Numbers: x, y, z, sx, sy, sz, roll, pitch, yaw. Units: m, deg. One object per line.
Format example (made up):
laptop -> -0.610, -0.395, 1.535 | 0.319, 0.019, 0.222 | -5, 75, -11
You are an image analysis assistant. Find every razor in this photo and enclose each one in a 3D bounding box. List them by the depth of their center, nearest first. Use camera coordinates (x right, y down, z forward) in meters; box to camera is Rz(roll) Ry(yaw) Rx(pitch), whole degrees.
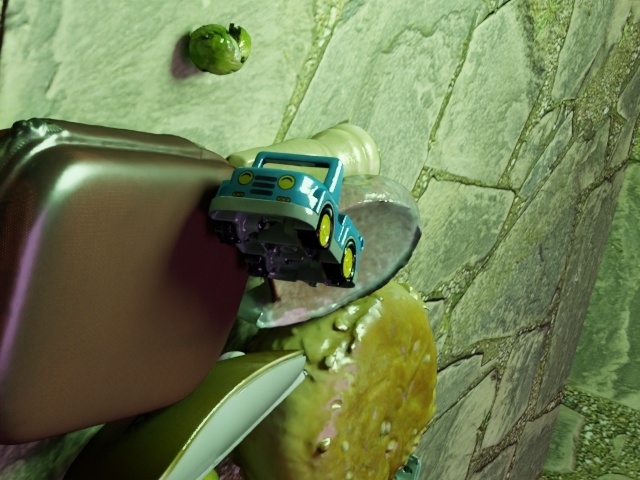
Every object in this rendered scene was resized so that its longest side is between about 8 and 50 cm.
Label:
razor -> 0.037, 0.349, 1.890 | 0.232, 0.106, 0.068 | -12, 119, -50

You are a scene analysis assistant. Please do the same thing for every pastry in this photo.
pastry -> 0.005, 0.180, 1.530 | 0.316, 0.184, 0.284 | -50, 139, -37

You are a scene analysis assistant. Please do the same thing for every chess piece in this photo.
chess piece -> -0.029, -0.072, 1.406 | 0.200, 0.090, 0.090 | -17, 125, -48

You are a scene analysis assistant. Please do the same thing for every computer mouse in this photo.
computer mouse -> -0.132, 0.178, 1.261 | 0.310, 0.158, 0.072 | -39, 108, -51

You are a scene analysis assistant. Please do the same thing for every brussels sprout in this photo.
brussels sprout -> -0.088, -0.179, 1.208 | 0.083, 0.046, 0.051 | -24, 89, -59

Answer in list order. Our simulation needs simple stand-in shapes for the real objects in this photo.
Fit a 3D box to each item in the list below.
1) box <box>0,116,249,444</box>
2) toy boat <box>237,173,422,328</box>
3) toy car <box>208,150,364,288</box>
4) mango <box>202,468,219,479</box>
box -> -0.186, 0.034, 1.086 | 0.404, 0.108, 0.263 | 2, 105, -67
toy boat -> 0.000, 0.000, 1.397 | 0.227, 0.085, 0.155 | -23, 133, -14
toy car -> -0.023, -0.023, 1.163 | 0.191, 0.097, 0.100 | 53, 46, -64
mango -> -0.158, 0.314, 1.405 | 0.137, 0.091, 0.237 | -49, 150, -28
